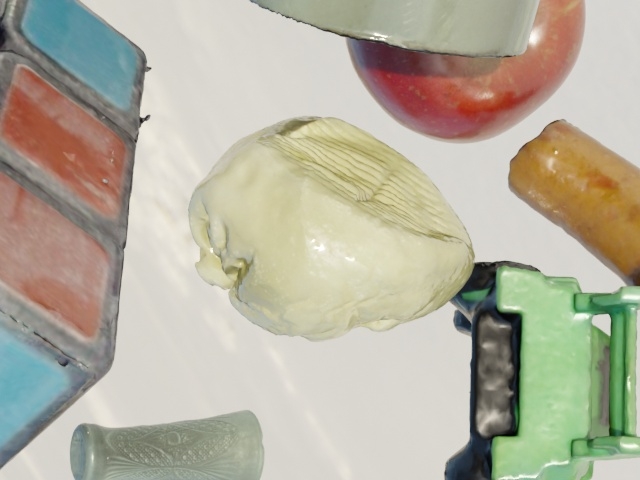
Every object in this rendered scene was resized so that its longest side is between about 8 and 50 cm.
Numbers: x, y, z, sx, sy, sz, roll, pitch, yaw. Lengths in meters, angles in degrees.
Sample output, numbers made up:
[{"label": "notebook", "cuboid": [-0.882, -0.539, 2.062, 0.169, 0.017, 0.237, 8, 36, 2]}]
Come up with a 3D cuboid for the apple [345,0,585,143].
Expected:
[{"label": "apple", "cuboid": [0.151, -0.234, 1.727, 0.260, 0.260, 0.216, 62, 171, -17]}]

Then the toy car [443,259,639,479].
[{"label": "toy car", "cuboid": [0.202, 0.140, 1.482, 0.359, 0.176, 0.214, 63, -152, -74]}]

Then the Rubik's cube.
[{"label": "Rubik's cube", "cuboid": [-0.342, -0.020, 0.945, 0.358, 0.363, 0.362, 36, -154, -22]}]

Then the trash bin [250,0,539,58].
[{"label": "trash bin", "cuboid": [0.094, -0.386, 1.302, 0.280, 0.280, 0.432, 36, 120, 52]}]

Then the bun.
[{"label": "bun", "cuboid": [0.000, 0.000, 1.234, 0.229, 0.145, 0.229, 29, -161, -11]}]

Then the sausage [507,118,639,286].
[{"label": "sausage", "cuboid": [0.302, -0.009, 1.571, 0.270, 0.109, 0.109, 46, 161, 28]}]

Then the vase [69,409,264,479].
[{"label": "vase", "cuboid": [-0.185, 0.253, 1.930, 0.096, 0.219, 0.096, -6, 84, 64]}]
